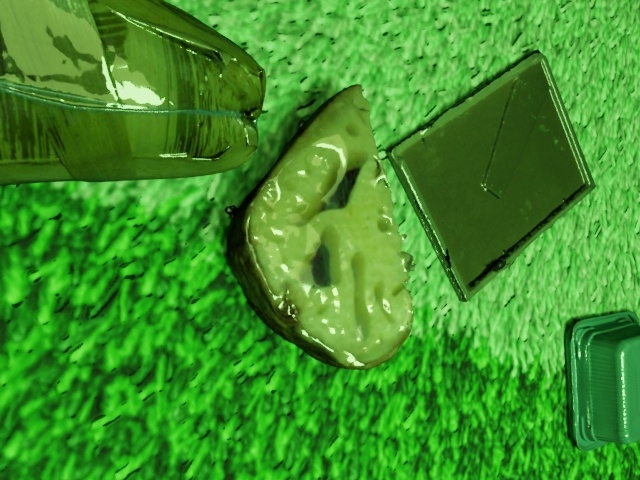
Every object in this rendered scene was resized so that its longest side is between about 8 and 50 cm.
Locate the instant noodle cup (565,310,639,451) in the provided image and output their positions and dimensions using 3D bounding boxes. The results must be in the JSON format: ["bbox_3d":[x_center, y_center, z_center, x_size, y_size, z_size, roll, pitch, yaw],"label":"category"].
[{"bbox_3d":[0.410,0.190,0.737,0.157,0.070,0.179,-4,91,-30],"label":"instant noodle cup"}]

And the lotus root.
[{"bbox_3d":[0.000,0.000,0.514,0.170,0.074,0.260,-21,99,-24],"label":"lotus root"}]

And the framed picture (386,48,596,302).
[{"bbox_3d":[0.223,-0.086,0.663,0.281,0.019,0.208,-34,105,-24],"label":"framed picture"}]

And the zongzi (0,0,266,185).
[{"bbox_3d":[-0.155,-0.175,0.373,0.251,0.125,0.274,-8,109,-30],"label":"zongzi"}]
